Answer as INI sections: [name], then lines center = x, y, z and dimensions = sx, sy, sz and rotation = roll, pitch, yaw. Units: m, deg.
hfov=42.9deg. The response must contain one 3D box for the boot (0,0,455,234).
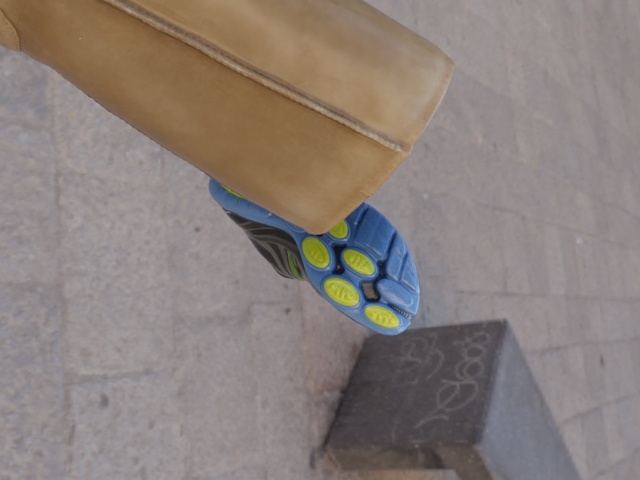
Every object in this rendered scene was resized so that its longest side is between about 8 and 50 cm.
[boot]
center = -0.044, -0.138, 0.371
dimensions = 0.269, 0.236, 0.089
rotation = 27, 40, -27

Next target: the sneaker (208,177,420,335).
[sneaker]
center = 0.000, 0.000, 0.567
dimensions = 0.067, 0.188, 0.078
rotation = -48, 147, -10
